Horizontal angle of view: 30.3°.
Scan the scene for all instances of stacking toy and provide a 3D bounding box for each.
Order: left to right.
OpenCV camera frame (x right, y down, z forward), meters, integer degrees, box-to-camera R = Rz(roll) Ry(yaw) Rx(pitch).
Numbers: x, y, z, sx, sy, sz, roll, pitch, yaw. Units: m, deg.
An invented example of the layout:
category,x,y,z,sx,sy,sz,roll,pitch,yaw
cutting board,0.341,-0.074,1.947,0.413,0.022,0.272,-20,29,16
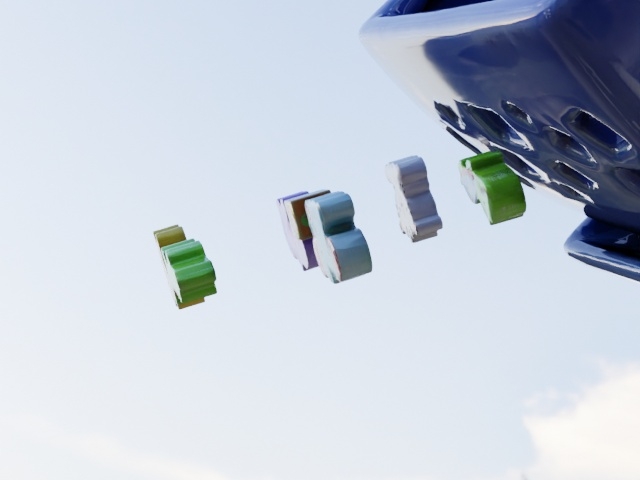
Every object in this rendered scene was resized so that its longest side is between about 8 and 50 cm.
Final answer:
category,x,y,z,sx,sy,sz,roll,pitch,yaw
stacking toy,0.000,0.000,0.627,0.167,0.052,0.221,-17,5,-9

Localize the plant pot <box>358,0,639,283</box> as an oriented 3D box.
category,x,y,z,sx,sy,sz,roll,pitch,yaw
plant pot,0.193,-0.101,0.577,0.212,0.236,0.236,49,-8,-15
